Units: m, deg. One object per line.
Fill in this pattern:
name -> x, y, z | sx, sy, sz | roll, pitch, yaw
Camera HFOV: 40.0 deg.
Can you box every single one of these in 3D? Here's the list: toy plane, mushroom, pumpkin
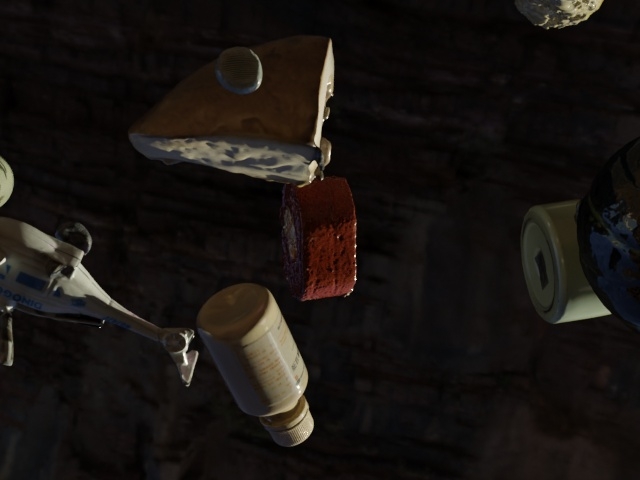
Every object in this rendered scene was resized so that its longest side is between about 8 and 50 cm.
toy plane -> -0.241, 0.059, 0.876 | 0.273, 0.107, 0.182 | 34, -156, 2
mushroom -> -0.175, -0.276, 1.740 | 0.397, 0.313, 0.224 | 4, 160, 5
pumpkin -> 0.507, -0.007, 1.177 | 0.323, 0.323, 0.241 | 10, -148, 4

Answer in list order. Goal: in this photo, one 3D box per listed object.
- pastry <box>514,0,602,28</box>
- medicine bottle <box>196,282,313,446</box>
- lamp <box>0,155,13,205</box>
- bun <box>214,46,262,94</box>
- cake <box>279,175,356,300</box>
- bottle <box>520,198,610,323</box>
pastry -> 0.230, -0.312, 0.768 | 0.089, 0.258, 0.121 | 16, 176, -13
medicine bottle -> -0.079, 0.185, 1.236 | 0.114, 0.252, 0.114 | -15, -147, 10
lamp -> -0.629, -0.111, 1.630 | 0.121, 0.121, 0.215 | 5, -175, -13
bun -> -0.130, -0.267, 1.396 | 0.083, 0.083, 0.045 | 7, 158, -7
cake -> 0.000, 0.000, 1.912 | 0.151, 0.283, 0.177 | -5, -158, -21
bottle -> 0.542, 0.008, 1.523 | 0.352, 0.229, 0.229 | -10, -163, -3
